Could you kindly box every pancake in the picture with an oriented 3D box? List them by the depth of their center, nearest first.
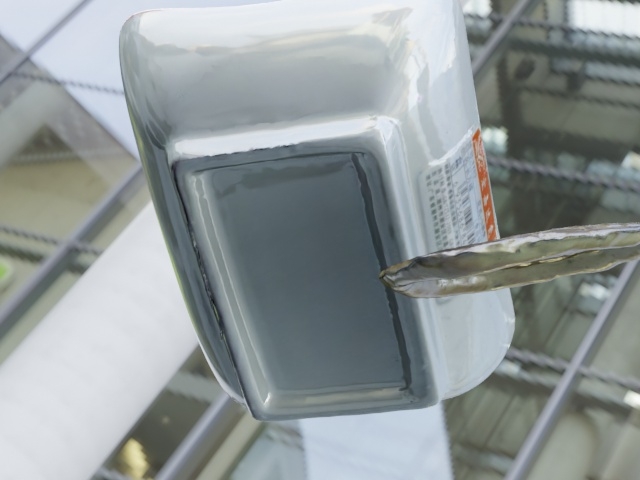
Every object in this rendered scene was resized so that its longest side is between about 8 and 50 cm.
[{"bbox_3d":[0.075,0.006,0.547,0.115,0.115,0.011,-17,-100,46],"label":"pancake"}]

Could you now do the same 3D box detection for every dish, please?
[{"bbox_3d":[0.000,0.000,0.682,0.151,0.077,0.212,-5,-54,12],"label":"dish"}]
